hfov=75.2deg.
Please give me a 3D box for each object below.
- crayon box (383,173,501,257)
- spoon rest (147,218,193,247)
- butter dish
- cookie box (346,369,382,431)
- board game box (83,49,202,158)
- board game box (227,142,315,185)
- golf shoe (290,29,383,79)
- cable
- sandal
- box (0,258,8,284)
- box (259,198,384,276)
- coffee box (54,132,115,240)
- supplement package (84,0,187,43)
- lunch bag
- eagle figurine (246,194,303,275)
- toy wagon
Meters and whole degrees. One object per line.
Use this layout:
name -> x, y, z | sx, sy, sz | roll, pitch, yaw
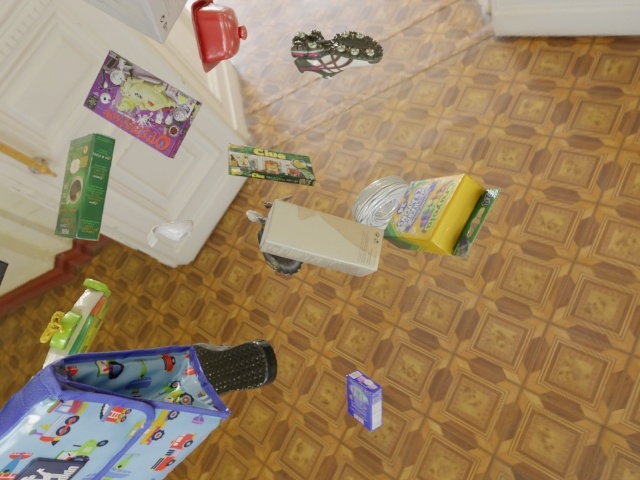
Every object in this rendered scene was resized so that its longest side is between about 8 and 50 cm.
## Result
crayon box -> 0.316, -0.072, 1.152 | 0.203, 0.083, 0.323 | -60, 18, -7
spoon rest -> -0.695, -0.040, 1.930 | 0.084, 0.276, 0.137 | 47, 113, 7
butter dish -> -0.244, -0.526, 1.053 | 0.118, 0.160, 0.160 | 1, 37, 8
cookie box -> 0.105, 0.383, 0.998 | 0.091, 0.040, 0.107 | 19, 116, 53
board game box -> -0.580, -0.442, 1.351 | 0.346, 0.056, 0.208 | 31, 101, 6
board game box -> -0.150, -0.231, 1.266 | 0.136, 0.259, 0.030 | -106, 28, -46
golf shoe -> 0.049, -0.535, 1.210 | 0.272, 0.120, 0.105 | 11, 62, 13
cable -> 0.247, -0.139, 1.634 | 0.089, 0.257, 0.257 | 58, 136, 31
sandal -> -0.269, 0.386, 1.256 | 0.445, 0.107, 0.168 | -15, 78, 40
box -> -0.511, 0.115, 0.517 | 0.153, 0.108, 0.207 | -35, 44, 17
box -> 0.000, 0.000, 1.149 | 0.311, 0.148, 0.121 | 16, 75, -12
coffee box -> -0.423, -0.093, 0.743 | 0.113, 0.040, 0.184 | 2, 83, 40
supplement package -> -0.214, -0.440, 0.495 | 0.177, 0.175, 0.293 | 27, 84, -8
lunch bag -> -0.291, 0.234, 0.496 | 0.221, 0.293, 0.138 | -44, 62, 2
eagle figurine -> -0.159, -0.020, 1.711 | 0.225, 0.226, 0.299 | 17, 118, 58
toy wagon -> -0.604, 0.229, 1.017 | 0.344, 0.068, 0.267 | -29, 39, 63
